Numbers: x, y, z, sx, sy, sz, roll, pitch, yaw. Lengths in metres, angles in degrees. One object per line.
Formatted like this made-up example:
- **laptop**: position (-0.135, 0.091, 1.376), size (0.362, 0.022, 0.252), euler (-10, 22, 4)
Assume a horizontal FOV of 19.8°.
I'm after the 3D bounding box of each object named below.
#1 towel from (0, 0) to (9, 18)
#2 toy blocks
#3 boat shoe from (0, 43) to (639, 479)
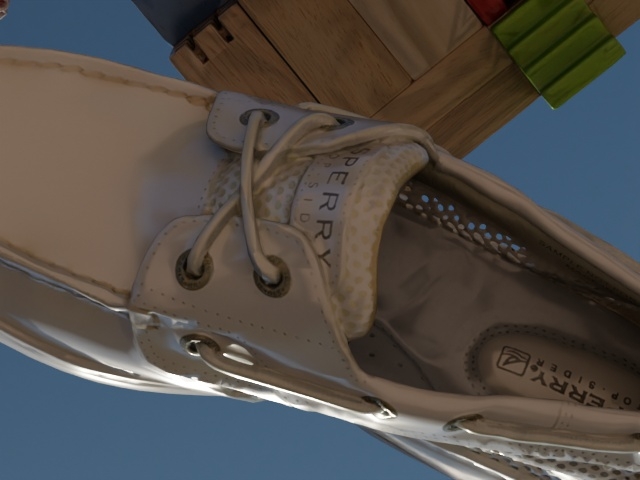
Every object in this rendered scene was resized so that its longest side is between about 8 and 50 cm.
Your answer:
- **towel**: position (-0.243, -0.165, 0.882), size (0.144, 0.197, 0.029), euler (-8, -44, -25)
- **toy blocks**: position (0.036, -0.185, 1.001), size (0.381, 0.191, 0.261), euler (-39, -79, 8)
- **boat shoe**: position (0.000, 0.000, 0.521), size (0.277, 0.096, 0.098), euler (19, -112, -8)
